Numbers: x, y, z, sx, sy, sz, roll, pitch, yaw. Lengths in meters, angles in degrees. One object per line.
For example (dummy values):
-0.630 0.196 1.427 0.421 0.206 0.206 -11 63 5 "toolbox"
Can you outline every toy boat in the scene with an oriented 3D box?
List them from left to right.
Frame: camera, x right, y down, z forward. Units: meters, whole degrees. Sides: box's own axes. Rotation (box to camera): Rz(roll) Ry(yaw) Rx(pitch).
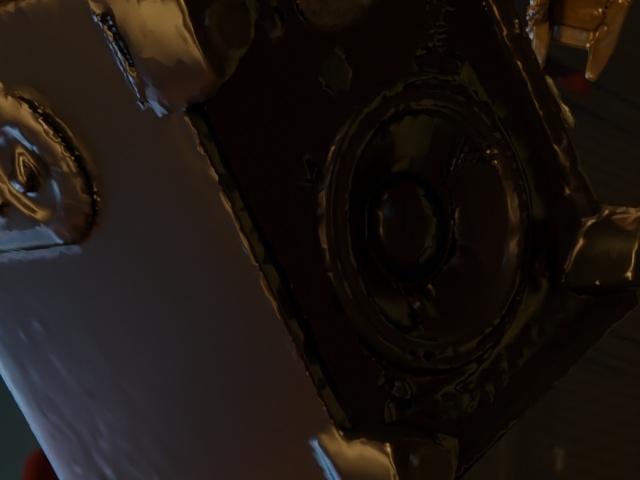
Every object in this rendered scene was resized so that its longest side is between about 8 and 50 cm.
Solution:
0.246 -0.287 1.352 0.115 0.089 0.310 21 -95 -83 "toy boat"

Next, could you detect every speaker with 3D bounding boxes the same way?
-0.029 -0.018 0.637 0.254 0.184 0.232 -4 117 50 "speaker"

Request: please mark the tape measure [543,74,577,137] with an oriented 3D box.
0.001 0.001 1.008 0.084 0.330 0.164 59 170 2 "tape measure"
